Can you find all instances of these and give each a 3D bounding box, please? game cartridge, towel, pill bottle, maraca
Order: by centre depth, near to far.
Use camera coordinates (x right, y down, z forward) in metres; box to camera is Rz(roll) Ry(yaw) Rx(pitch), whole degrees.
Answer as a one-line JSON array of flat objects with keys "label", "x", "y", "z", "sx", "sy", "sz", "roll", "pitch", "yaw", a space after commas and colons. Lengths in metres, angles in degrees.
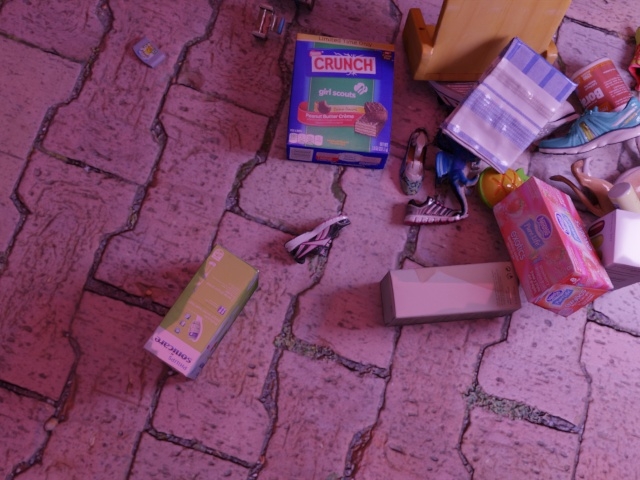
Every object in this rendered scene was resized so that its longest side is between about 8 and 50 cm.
[{"label": "towel", "x": 0.460, "y": -0.326, "z": 1.654, "sx": 0.209, "sy": 0.034, "sz": 0.285, "roll": 35, "pitch": 107, "yaw": -9}, {"label": "maraca", "x": 0.488, "y": -0.138, "z": 1.767, "sx": 0.185, "sy": 0.099, "sz": 0.127, "roll": -5, "pitch": 85, "yaw": -28}, {"label": "game cartridge", "x": -0.467, "y": -0.506, "z": 1.817, "sx": 0.083, "sy": 0.017, "sz": 0.056, "roll": 44, "pitch": 80, "yaw": 7}, {"label": "pill bottle", "x": 0.783, "y": -0.379, "z": 1.837, "sx": 0.121, "sy": 0.121, "sz": 0.216, "roll": -23, "pitch": 78, "yaw": -10}]

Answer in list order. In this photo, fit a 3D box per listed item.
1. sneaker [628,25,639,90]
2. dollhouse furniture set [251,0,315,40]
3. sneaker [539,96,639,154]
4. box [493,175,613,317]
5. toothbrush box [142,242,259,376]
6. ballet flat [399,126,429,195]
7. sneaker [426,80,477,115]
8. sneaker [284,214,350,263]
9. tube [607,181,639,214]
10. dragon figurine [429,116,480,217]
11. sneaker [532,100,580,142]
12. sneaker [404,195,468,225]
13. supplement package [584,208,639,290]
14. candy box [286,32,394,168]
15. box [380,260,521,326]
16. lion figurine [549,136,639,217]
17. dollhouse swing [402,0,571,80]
[{"label": "sneaker", "x": 0.917, "y": -0.514, "z": 1.905, "sx": 0.094, "sy": 0.081, "sz": 0.208, "roll": -6, "pitch": 77, "yaw": -4}, {"label": "dollhouse furniture set", "x": -0.095, "y": -0.628, "z": 1.840, "sx": 0.129, "sy": 0.129, "sz": 0.184, "roll": 18, "pitch": 99, "yaw": -1}, {"label": "sneaker", "x": 0.712, "y": -0.294, "z": 1.775, "sx": 0.275, "sy": 0.107, "sz": 0.110, "roll": -17, "pitch": 95, "yaw": 24}, {"label": "box", "x": 0.552, "y": 0.012, "z": 1.626, "sx": 0.154, "sy": 0.142, "sz": 0.300, "roll": 21, "pitch": 42, "yaw": -30}, {"label": "toothbrush box", "x": -0.268, "y": 0.171, "z": 1.565, "sx": 0.122, "sy": 0.206, "sz": 0.283, "roll": 34, "pitch": 75, "yaw": 3}, {"label": "ballet flat", "x": 0.251, "y": -0.215, "z": 1.780, "sx": 0.070, "sy": 0.070, "sz": 0.188, "roll": 9, "pitch": 76, "yaw": -3}, {"label": "sneaker", "x": 0.385, "y": -0.378, "z": 1.812, "sx": 0.126, "sy": 0.127, "sz": 0.321, "roll": -29, "pitch": 56, "yaw": -16}, {"label": "sneaker", "x": 0.000, "y": 0.000, "z": 1.711, "sx": 0.178, "sy": 0.072, "sz": 0.077, "roll": -28, "pitch": 92, "yaw": -3}, {"label": "tube", "x": 0.817, "y": -0.044, "z": 1.726, "sx": 0.070, "sy": 0.062, "sz": 0.240, "roll": -49, "pitch": 114, "yaw": -21}, {"label": "dragon figurine", "x": 0.340, "y": -0.182, "z": 1.758, "sx": 0.144, "sy": 0.085, "sz": 0.289, "roll": 12, "pitch": 70, "yaw": 10}, {"label": "sneaker", "x": 0.591, "y": -0.330, "z": 1.815, "sx": 0.235, "sy": 0.090, "sz": 0.095, "roll": -17, "pitch": 73, "yaw": -31}, {"label": "sneaker", "x": 0.300, "y": -0.081, "z": 1.750, "sx": 0.170, "sy": 0.063, "sz": 0.075, "roll": -2, "pitch": 82, "yaw": -1}, {"label": "supplement package", "x": 0.730, "y": 0.028, "z": 1.667, "sx": 0.134, "sy": 0.244, "sz": 0.139, "roll": 11, "pitch": 75, "yaw": -2}, {"label": "candy box", "x": 0.054, "y": -0.365, "z": 1.771, "sx": 0.268, "sy": 0.122, "sz": 0.317, "roll": 5, "pitch": 74, "yaw": -3}, {"label": "box", "x": 0.314, "y": 0.133, "z": 1.657, "sx": 0.311, "sy": 0.148, "sz": 0.121, "roll": -3, "pitch": 75, "yaw": -7}, {"label": "lion figurine", "x": 0.835, "y": -0.145, "z": 1.793, "sx": 0.392, "sy": 0.142, "sz": 0.240, "roll": -22, "pitch": 88, "yaw": 4}, {"label": "dollhouse swing", "x": 0.414, "y": -0.578, "z": 1.704, "sx": 0.346, "sy": 0.305, "sz": 0.315, "roll": -1, "pitch": 47, "yaw": -4}]
